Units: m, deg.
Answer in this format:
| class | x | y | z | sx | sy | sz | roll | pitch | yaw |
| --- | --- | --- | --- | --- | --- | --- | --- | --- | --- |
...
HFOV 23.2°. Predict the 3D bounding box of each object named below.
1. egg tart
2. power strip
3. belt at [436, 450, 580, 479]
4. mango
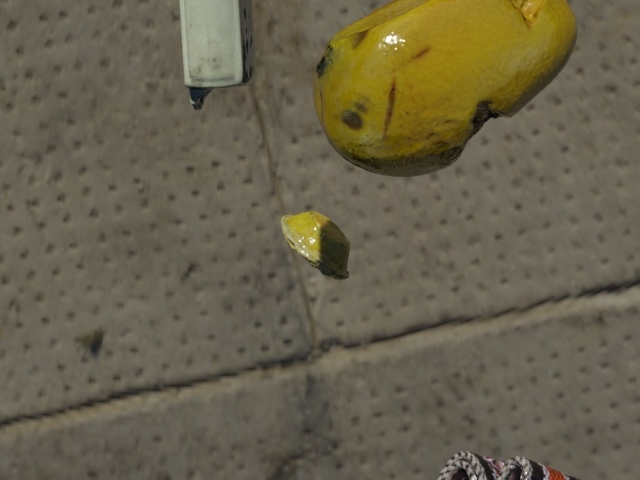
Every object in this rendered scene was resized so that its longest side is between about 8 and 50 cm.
| class | x | y | z | sx | sy | sz | roll | pitch | yaw |
| --- | --- | --- | --- | --- | --- | --- | --- | --- | --- |
| egg tart | 0.000 | 0.000 | 1.740 | 0.105 | 0.105 | 0.039 | 35 | 107 | -18 |
| power strip | -0.084 | -0.239 | 1.213 | 0.052 | 0.078 | 0.272 | -3 | 97 | 7 |
| belt | 0.105 | 0.344 | 1.283 | 0.094 | 0.126 | 0.359 | 25 | 90 | -34 |
| mango | 0.116 | -0.157 | 1.413 | 0.262 | 0.130 | 0.167 | -32 | 122 | -9 |
